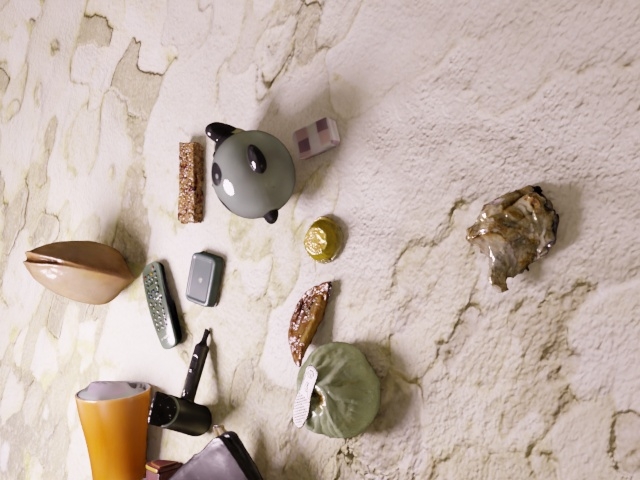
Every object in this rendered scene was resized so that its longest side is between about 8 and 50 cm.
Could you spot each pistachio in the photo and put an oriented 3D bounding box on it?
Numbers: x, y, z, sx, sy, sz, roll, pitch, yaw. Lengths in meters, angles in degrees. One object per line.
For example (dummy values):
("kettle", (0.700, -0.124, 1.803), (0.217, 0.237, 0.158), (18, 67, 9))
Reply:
("pistachio", (-0.604, 0.075, 2.056), (0.213, 0.261, 0.162), (-10, 73, 43))

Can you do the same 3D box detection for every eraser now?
("eraser", (-0.010, -0.216, 1.741), (0.105, 0.026, 0.065), (-21, 74, 36))

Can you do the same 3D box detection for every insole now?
("insole", (-0.031, 0.309, 1.622), (0.045, 0.002, 0.135), (29, 109, 39))

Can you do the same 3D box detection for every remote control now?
("remote control", (-0.390, 0.159, 2.020), (0.072, 0.042, 0.221), (-29, 71, 34))

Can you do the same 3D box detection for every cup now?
("cup", (-0.514, 0.472, 2.052), (0.226, 0.182, 0.263), (-168, 75, -70))

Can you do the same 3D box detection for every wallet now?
("wallet", (-0.258, 0.583, 1.807), (0.377, 0.051, 0.197), (-48, 67, 32))

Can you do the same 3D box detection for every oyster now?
("oyster", (0.335, -0.002, 1.442), (0.163, 0.081, 0.191), (1, 93, 33))

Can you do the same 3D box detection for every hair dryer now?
("hair dryer", (-0.309, 0.315, 1.889), (0.078, 0.195, 0.248), (5, 71, 25))

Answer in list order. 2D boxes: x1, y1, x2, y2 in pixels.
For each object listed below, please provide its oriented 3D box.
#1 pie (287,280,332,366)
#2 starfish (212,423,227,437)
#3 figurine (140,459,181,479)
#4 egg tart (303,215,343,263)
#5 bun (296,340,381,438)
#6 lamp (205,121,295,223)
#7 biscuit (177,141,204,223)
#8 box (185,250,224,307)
("pie", (-0.029, 0.167, 1.743), (0.088, 0.033, 0.191), (22, 91, 48))
("starfish", (-0.168, 0.588, 1.812), (0.324, 0.082, 0.432), (49, 125, 29))
("figurine", (-0.397, 0.611, 1.987), (0.098, 0.082, 0.154), (3, 91, 32))
("egg tart", (0.000, 0.000, 1.723), (0.105, 0.039, 0.105), (1, 91, 36))
("bun", (0.026, 0.302, 1.651), (0.195, 0.118, 0.195), (-4, 84, 39))
("lamp", (-0.157, -0.155, 1.764), (0.244, 0.198, 0.197), (46, 117, 47))
("biscuit", (-0.312, -0.138, 1.969), (0.064, 0.034, 0.199), (1, 91, 38))
("box", (-0.275, 0.092, 1.938), (0.091, 0.031, 0.126), (17, 98, 36))
